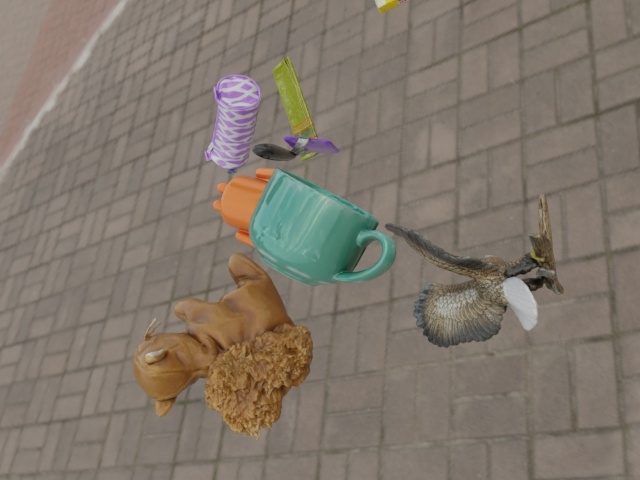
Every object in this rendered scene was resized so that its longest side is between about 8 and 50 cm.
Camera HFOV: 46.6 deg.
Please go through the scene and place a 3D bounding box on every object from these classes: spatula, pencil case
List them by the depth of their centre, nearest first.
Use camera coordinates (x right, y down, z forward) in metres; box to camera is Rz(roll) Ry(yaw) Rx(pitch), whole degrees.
[{"bbox_3d":[-0.039,-0.135,1.103,0.084,0.296,0.030,7,102,14],"label":"spatula"},{"bbox_3d":[-0.165,-0.217,1.386,0.206,0.088,0.086,113,151,-57],"label":"pencil case"}]

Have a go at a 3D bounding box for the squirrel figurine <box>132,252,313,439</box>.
[{"bbox_3d":[-0.234,0.274,1.753,0.397,0.370,0.281,34,133,37],"label":"squirrel figurine"}]

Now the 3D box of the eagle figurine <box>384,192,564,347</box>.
[{"bbox_3d":[0.270,0.066,1.323,0.298,0.225,0.227,-9,71,20],"label":"eagle figurine"}]

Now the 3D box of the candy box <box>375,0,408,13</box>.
[{"bbox_3d":[0.200,-0.548,1.519,0.205,0.027,0.105,-22,62,12],"label":"candy box"}]

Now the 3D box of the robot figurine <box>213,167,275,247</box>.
[{"bbox_3d":[-0.139,-0.078,1.696,0.219,0.128,0.158,18,58,28],"label":"robot figurine"}]

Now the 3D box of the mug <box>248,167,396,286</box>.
[{"bbox_3d":[-0.009,-0.005,0.808,0.097,0.129,0.158,-62,27,6],"label":"mug"}]

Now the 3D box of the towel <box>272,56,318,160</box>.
[{"bbox_3d":[-0.061,-0.310,1.779,0.102,0.021,0.237,-17,92,63],"label":"towel"}]
